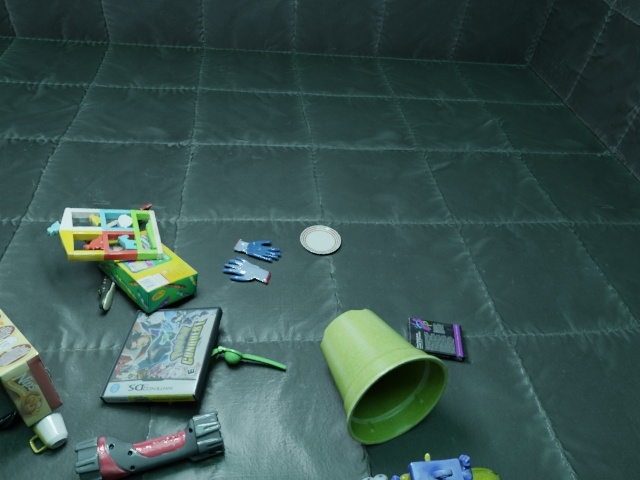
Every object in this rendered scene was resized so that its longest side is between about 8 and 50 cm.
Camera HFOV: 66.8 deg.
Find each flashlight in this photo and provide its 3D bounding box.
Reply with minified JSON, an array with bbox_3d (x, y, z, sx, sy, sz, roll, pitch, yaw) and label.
[{"bbox_3d":[-0.377,0.459,1.090,0.304,0.103,0.103,-11,44,-18],"label":"flashlight"}]

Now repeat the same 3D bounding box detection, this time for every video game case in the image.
[{"bbox_3d":[-0.405,0.291,1.266,0.248,0.035,0.274,-4,42,9],"label":"video game case"}]

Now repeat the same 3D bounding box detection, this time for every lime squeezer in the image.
[{"bbox_3d":[-0.252,0.328,1.279,0.310,0.058,0.110,-11,46,-20],"label":"lime squeezer"}]

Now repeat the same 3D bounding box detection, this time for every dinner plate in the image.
[{"bbox_3d":[0.000,0.000,1.692,0.141,0.017,0.141,5,42,-4],"label":"dinner plate"}]

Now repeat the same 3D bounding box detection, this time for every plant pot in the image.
[{"bbox_3d":[0.132,0.317,1.227,0.276,0.276,0.254,-14,35,-21],"label":"plant pot"}]

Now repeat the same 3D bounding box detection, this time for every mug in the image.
[{"bbox_3d":[-0.616,0.444,1.111,0.064,0.078,0.062,45,21,22],"label":"mug"}]

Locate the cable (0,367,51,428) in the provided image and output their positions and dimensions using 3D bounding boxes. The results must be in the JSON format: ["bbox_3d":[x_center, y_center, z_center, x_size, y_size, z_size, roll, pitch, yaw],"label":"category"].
[{"bbox_3d":[-0.757,0.370,1.165,0.151,0.047,0.184,13,44,5],"label":"cable"}]

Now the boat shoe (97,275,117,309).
[{"bbox_3d":[-0.625,0.153,1.413,0.042,0.049,0.133,3,36,-11],"label":"boat shoe"}]

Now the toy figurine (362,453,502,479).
[{"bbox_3d":[0.264,0.542,1.013,0.363,0.217,0.191,0,44,-7],"label":"toy figurine"}]

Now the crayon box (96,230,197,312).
[{"bbox_3d":[-0.518,0.084,1.443,0.278,0.081,0.165,32,35,29],"label":"crayon box"}]

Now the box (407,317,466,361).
[{"bbox_3d":[0.338,0.290,1.427,0.162,0.029,0.116,10,42,0],"label":"box"}]

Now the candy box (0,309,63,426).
[{"bbox_3d":[-0.735,0.261,1.124,0.316,0.183,0.087,29,45,32],"label":"candy box"}]

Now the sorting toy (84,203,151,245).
[{"bbox_3d":[-0.637,-0.025,1.546,0.046,0.132,0.274,48,38,-1],"label":"sorting toy"}]

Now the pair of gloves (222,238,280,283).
[{"bbox_3d":[-0.222,0.064,1.588,0.159,0.023,0.198,15,44,5],"label":"pair of gloves"}]

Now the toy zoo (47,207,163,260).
[{"bbox_3d":[-0.622,-0.019,1.403,0.293,0.030,0.192,-1,44,-31],"label":"toy zoo"}]
